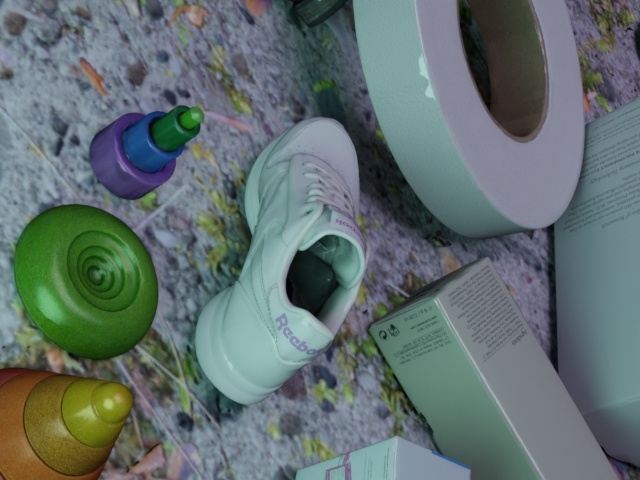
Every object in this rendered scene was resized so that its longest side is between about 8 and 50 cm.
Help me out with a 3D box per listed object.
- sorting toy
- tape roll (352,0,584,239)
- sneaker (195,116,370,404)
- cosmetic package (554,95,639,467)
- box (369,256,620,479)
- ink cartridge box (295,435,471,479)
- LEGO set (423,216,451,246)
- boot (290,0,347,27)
[{"bbox_3d":[-0.150,0.031,1.088,0.127,0.126,0.365,35,47,-27],"label":"sorting toy"},{"bbox_3d":[0.161,-0.195,1.497,0.392,0.072,0.391,26,58,-52],"label":"tape roll"},{"bbox_3d":[0.000,0.000,1.239,0.114,0.152,0.305,37,45,-23],"label":"sneaker"},{"bbox_3d":[0.367,0.050,1.585,0.197,0.155,0.365,29,49,-35],"label":"cosmetic package"},{"bbox_3d":[0.169,0.163,1.362,0.113,0.094,0.275,-30,91,-49],"label":"box"},{"bbox_3d":[0.049,0.209,1.193,0.089,0.122,0.052,27,55,-33],"label":"ink cartridge box"},{"bbox_3d":[0.117,-0.032,1.481,0.054,0.023,0.083,39,58,-21],"label":"LEGO set"},{"bbox_3d":[-0.032,-0.360,1.458,0.229,0.091,0.263,45,45,-19],"label":"boot"}]
